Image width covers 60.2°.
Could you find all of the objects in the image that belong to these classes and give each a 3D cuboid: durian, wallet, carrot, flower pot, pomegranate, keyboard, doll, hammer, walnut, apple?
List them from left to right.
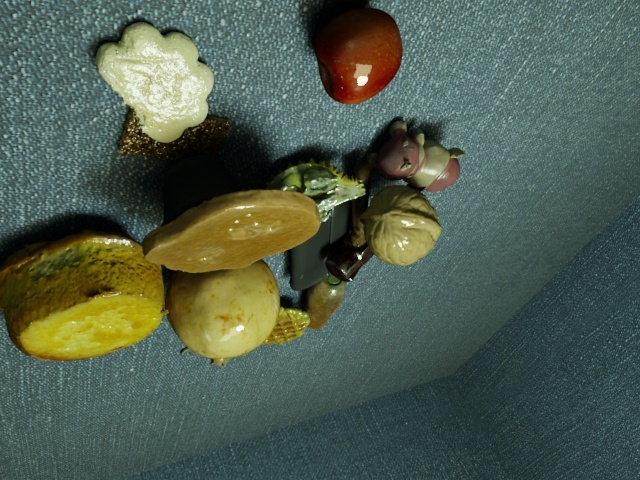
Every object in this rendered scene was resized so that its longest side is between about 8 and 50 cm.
[{"bbox_3d":[-0.275,-0.102,1.280,0.235,0.148,0.235,-21,163,-7],"label":"flower pot"},{"bbox_3d":[-0.277,0.191,1.559,0.343,0.342,0.342,-20,148,-13],"label":"pomegranate"},{"bbox_3d":[-0.039,-0.115,1.450,0.307,0.166,0.172,-23,147,2],"label":"durian"},{"bbox_3d":[0.000,0.001,1.734,0.229,0.062,0.406,-26,150,-19],"label":"wallet"},{"bbox_3d":[0.006,0.223,2.015,0.139,0.138,0.301,-15,146,-21],"label":"carrot"},{"bbox_3d":[0.071,-0.521,1.092,0.101,0.018,0.309,-7,143,-30],"label":"keyboard"},{"bbox_3d":[0.077,-0.373,1.126,0.169,0.181,0.181,-20,148,-11],"label":"apple"},{"bbox_3d":[0.119,-0.067,1.637,0.242,0.095,0.408,-45,154,-26],"label":"hammer"},{"bbox_3d":[0.217,-0.042,1.523,0.225,0.224,0.261,-36,154,13],"label":"walnut"},{"bbox_3d":[0.270,-0.221,1.561,0.256,0.152,0.196,15,162,-29],"label":"doll"}]

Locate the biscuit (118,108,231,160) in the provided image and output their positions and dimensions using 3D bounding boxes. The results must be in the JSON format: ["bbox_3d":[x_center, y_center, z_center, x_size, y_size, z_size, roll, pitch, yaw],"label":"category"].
[{"bbox_3d":[-0.314,-0.227,1.209,0.231,0.025,0.131,-1,140,-37],"label":"biscuit"}]

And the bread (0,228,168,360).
[{"bbox_3d":[-0.581,0.140,1.354,0.399,0.215,0.398,-19,152,-10],"label":"bread"}]

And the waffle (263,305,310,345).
[{"bbox_3d":[-0.185,0.310,2.002,0.282,0.058,0.300,5,146,-16],"label":"waffle"}]

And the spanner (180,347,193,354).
[{"bbox_3d":[-0.406,0.335,1.961,0.254,0.015,0.054,-42,144,21],"label":"spanner"}]

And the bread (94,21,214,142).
[{"bbox_3d":[-0.302,-0.305,1.071,0.182,0.039,0.250,-32,143,-3],"label":"bread"}]

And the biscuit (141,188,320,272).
[{"bbox_3d":[-0.188,-0.021,1.271,0.365,0.062,0.385,-26,161,20],"label":"biscuit"}]
